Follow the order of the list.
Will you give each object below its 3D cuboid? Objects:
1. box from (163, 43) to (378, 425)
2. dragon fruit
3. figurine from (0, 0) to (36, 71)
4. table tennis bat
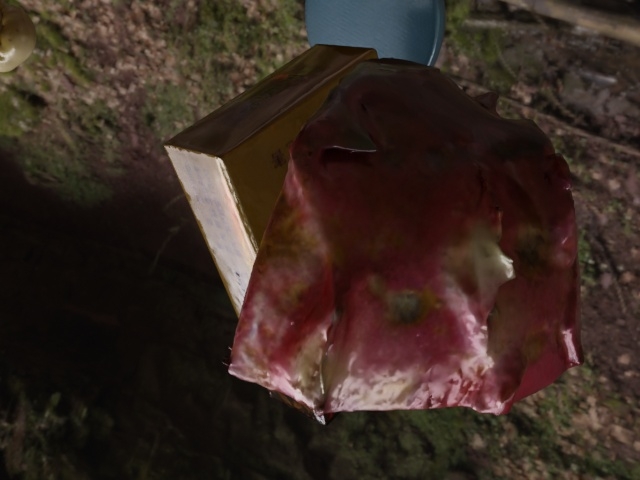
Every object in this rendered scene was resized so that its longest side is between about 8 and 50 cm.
[{"bbox_3d":[0.001,0.001,0.961,0.115,0.264,0.416,18,138,42],"label":"box"},{"bbox_3d":[0.081,-0.018,0.400,0.161,0.126,0.274,23,-148,12],"label":"dragon fruit"},{"bbox_3d":[-0.552,-0.355,1.213,0.196,0.108,0.114,33,-161,-47],"label":"figurine"},{"bbox_3d":[0.056,-0.263,1.039,0.215,0.329,0.044,35,-138,20],"label":"table tennis bat"}]
